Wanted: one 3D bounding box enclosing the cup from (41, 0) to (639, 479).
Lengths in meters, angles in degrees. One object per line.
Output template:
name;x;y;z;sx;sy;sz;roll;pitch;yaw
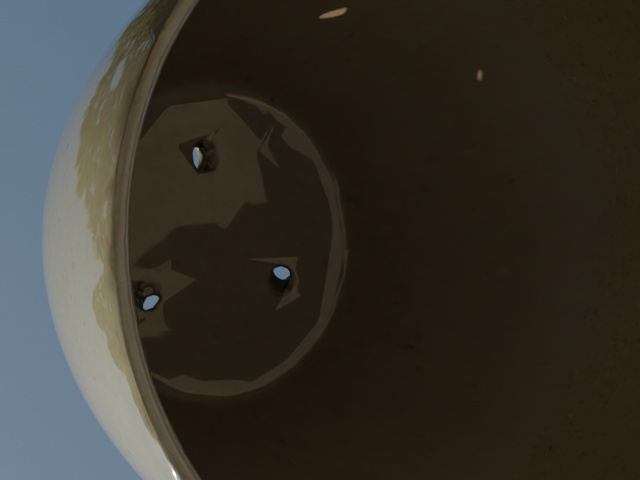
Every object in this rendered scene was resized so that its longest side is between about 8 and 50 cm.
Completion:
cup;0.000;0.000;0.937;0.331;0.237;0.331;0;-90;-32
